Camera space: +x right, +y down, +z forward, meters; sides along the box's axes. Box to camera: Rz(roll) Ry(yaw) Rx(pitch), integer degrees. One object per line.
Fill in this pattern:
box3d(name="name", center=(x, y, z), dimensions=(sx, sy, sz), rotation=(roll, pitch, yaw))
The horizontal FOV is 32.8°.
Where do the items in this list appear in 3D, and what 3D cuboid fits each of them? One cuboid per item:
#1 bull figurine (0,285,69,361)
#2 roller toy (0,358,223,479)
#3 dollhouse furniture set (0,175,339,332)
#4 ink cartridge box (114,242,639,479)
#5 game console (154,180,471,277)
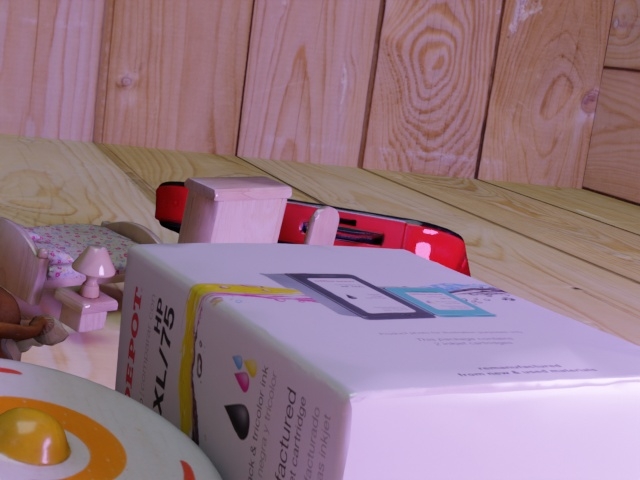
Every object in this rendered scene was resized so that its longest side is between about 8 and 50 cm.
box3d(name="bull figurine", center=(-0.305, 0.067, 0.705), dimensions=(0.310, 0.101, 0.188), rotation=(4, -16, 22))
box3d(name="roller toy", center=(-0.137, 0.136, 0.454), dimensions=(0.191, 0.146, 0.209), rotation=(24, 14, 19))
box3d(name="dollhouse furniture set", center=(-0.203, -0.031, 1.219), dimensions=(0.355, 0.173, 0.303), rotation=(25, 18, 35))
box3d(name="ink cartridge box", center=(0.022, 0.124, 0.576), dimensions=(0.197, 0.198, 0.270), rotation=(1, 11, -28))
box3d(name="game console", center=(0.000, 0.000, 1.424), dimensions=(0.387, 0.060, 0.342), rotation=(10, -5, 11))
